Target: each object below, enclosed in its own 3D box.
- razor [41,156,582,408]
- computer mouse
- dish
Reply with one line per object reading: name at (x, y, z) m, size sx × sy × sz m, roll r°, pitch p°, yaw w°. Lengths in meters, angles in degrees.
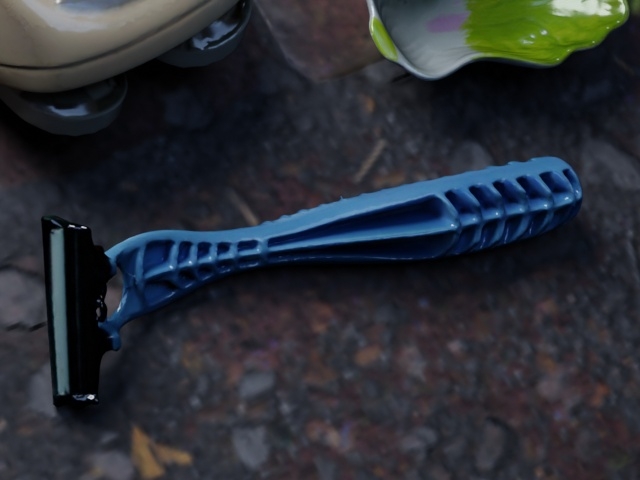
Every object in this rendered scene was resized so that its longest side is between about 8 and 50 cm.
razor at (0.000, 0.000, 0.832) m, size 0.253 × 0.042 × 0.082 m, roll -13°, pitch 115°, yaw -25°
computer mouse at (-0.132, -0.157, 0.828) m, size 0.145 × 0.082 × 0.236 m, roll -36°, pitch 85°, yaw -29°
dish at (0.072, -0.110, 0.907) m, size 0.137 × 0.039 × 0.091 m, roll -27°, pitch 84°, yaw -26°
